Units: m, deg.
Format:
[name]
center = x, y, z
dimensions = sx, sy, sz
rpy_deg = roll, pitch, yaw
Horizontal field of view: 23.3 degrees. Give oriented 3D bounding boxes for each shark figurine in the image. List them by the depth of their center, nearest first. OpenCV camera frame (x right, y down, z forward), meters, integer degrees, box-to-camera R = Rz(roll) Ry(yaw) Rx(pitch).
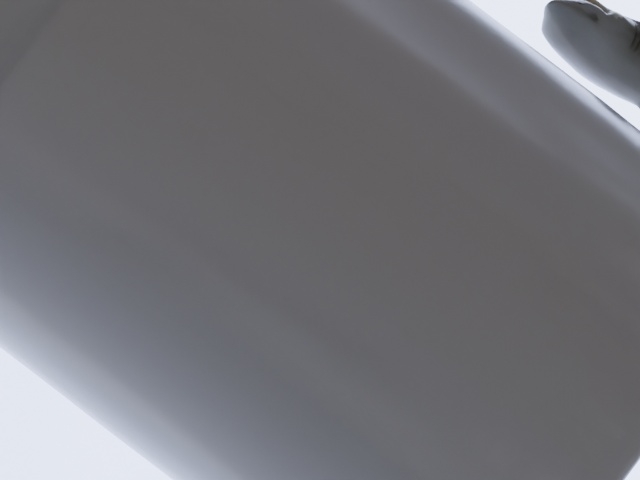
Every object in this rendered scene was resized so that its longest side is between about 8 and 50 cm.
[shark figurine]
center = 0.293, -0.109, 1.121
dimensions = 0.278, 0.166, 0.116
rpy_deg = 1, -109, 1

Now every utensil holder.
[utensil holder]
center = 0.000, 0.000, 0.873
dimensions = 0.385, 0.327, 0.328
rpy_deg = 37, -77, 4
